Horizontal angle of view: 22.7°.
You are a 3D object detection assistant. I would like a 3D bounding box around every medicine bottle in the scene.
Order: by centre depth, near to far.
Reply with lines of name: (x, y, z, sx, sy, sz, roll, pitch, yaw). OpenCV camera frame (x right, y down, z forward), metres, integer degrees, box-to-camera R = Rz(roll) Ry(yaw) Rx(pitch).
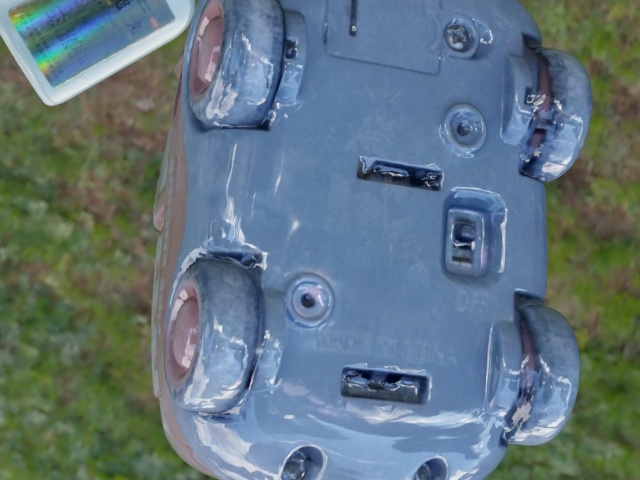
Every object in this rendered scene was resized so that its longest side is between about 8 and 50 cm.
medicine bottle: (-0.194, -0.235, 1.532, 0.229, 0.083, 0.121, -30, 112, -3)

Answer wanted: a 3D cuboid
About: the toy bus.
toy bus: (0.000, 0.000, 0.848, 0.197, 0.294, 0.232, 7, 168, -21)
